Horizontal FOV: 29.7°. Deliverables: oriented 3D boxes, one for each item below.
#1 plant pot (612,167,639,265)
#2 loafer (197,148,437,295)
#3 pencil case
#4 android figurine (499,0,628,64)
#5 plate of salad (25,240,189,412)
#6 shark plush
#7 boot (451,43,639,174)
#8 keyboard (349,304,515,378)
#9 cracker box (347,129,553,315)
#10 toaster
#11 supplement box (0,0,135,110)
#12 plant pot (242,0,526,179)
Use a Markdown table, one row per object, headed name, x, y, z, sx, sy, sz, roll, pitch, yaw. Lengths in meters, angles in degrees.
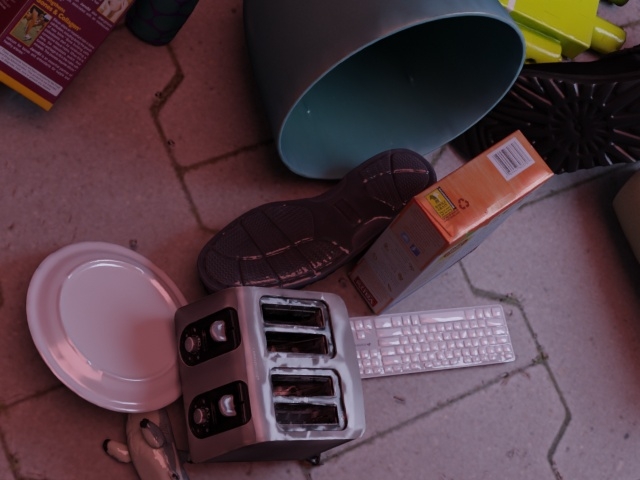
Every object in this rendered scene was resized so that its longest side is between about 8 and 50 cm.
| name | x | y | z | sx | sy | sz | roll | pitch | yaw |
| --- | --- | --- | --- | --- | --- | --- | --- | --- | --- |
| plant pot | 0.495 | 0.011 | 1.464 | 0.256 | 0.256 | 0.274 | -33 | 70 | -25 |
| loafer | 0.000 | 0.000 | 1.355 | 0.302 | 0.095 | 0.109 | -28 | 66 | -22 |
| pencil case | -0.170 | -0.277 | 1.343 | 0.064 | 0.151 | 0.070 | -16 | 80 | -26 |
| android figurine | 0.283 | -0.345 | 1.582 | 0.273 | 0.056 | 0.248 | 20 | 68 | -15 |
| plate of salad | -0.216 | 0.091 | 1.256 | 0.200 | 0.048 | 0.200 | 24 | 47 | -28 |
| shark plush | -0.148 | 0.231 | 1.250 | 0.161 | 0.073 | 0.067 | 48 | 33 | 6 |
| boot | 0.349 | -0.186 | 1.504 | 0.260 | 0.348 | 0.131 | -51 | 139 | -56 |
| keyboard | 0.105 | 0.118 | 1.396 | 0.256 | 0.014 | 0.072 | -4 | 75 | -21 |
| cracker box | 0.136 | -0.015 | 1.326 | 0.155 | 0.232 | 0.067 | -33 | 80 | -26 |
| toaster | -0.048 | 0.144 | 1.257 | 0.185 | 0.110 | 0.168 | 8 | 66 | -40 |
| supplement box | -0.281 | -0.247 | 1.268 | 0.188 | 0.081 | 0.104 | -50 | 139 | 5 |
| plant pot | 0.045 | -0.246 | 1.349 | 0.293 | 0.293 | 0.235 | -14 | 65 | -23 |
